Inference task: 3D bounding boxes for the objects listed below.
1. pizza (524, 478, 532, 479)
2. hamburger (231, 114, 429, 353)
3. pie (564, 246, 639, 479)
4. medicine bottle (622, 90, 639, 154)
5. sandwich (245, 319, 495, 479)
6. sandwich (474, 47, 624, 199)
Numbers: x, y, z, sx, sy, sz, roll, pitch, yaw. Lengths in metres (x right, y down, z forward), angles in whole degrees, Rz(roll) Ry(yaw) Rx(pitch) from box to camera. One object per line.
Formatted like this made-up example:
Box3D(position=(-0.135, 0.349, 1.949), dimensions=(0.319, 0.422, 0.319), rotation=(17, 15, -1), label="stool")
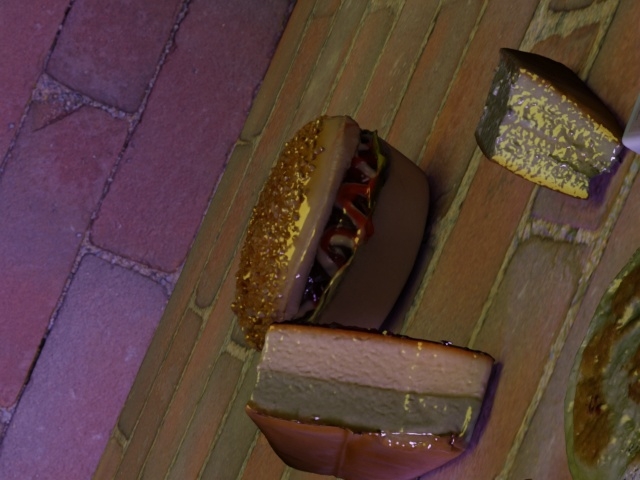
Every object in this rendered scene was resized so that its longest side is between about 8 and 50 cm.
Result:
Box3D(position=(0.168, 0.246, 1.163), dimensions=(0.194, 0.069, 0.154), rotation=(-8, 59, 66), label="pizza")
Box3D(position=(0.000, 0.000, 1.961), dimensions=(0.302, 0.170, 0.302), rotation=(-60, 14, 26), label="hamburger")
Box3D(position=(0.242, 0.082, 1.176), dimensions=(0.240, 0.054, 0.240), rotation=(-56, 19, 31), label="pie")
Box3D(position=(0.280, -0.082, 1.248), dimensions=(0.055, 0.074, 0.118), rotation=(-67, 14, -5), label="medicine bottle")
Box3D(position=(0.062, 0.164, 1.620), dimensions=(0.186, 0.220, 0.108), rotation=(61, -140, -60), label="sandwich")
Box3D(position=(0.200, -0.112, 1.575), dimensions=(0.258, 0.096, 0.094), rotation=(-107, 37, -73), label="sandwich")
